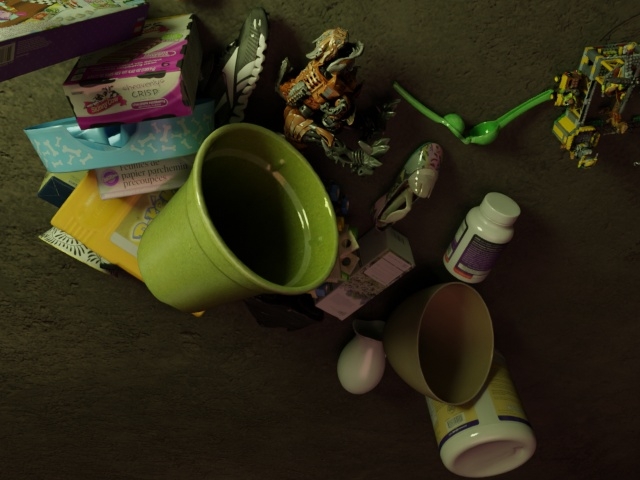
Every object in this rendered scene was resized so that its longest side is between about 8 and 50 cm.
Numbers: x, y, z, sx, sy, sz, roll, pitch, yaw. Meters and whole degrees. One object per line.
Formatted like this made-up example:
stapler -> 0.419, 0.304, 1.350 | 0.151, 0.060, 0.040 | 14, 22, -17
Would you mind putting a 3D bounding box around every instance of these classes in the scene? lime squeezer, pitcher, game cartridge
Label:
lime squeezer -> 0.279, -0.231, 1.054 | 0.309, 0.059, 0.110 | 1, 133, -8
pitcher -> 0.140, 0.305, 1.510 | 0.177, 0.125, 0.207 | -2, 124, -27
game cartridge -> -0.272, -0.052, 1.043 | 0.323, 0.053, 0.285 | 37, 95, -22

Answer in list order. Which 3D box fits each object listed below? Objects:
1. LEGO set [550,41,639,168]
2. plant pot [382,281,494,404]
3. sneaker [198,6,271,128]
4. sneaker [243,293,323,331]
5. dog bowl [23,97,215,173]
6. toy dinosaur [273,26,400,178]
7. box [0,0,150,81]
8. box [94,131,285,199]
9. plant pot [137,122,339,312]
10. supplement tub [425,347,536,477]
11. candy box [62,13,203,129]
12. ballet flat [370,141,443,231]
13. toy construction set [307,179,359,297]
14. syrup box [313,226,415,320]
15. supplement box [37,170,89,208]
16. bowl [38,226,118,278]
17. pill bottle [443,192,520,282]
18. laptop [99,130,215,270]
LEGO set -> 0.599, -0.230, 0.992 | 0.330, 0.192, 0.255 | -2, 133, -10
plant pot -> 0.265, 0.246, 1.388 | 0.284, 0.284, 0.190 | 32, 158, -32
sneaker -> -0.155, -0.280, 0.934 | 0.106, 0.078, 0.234 | 11, 133, -21
sneaker -> -0.129, 0.149, 1.329 | 0.286, 0.109, 0.130 | 33, 128, -30
dog bowl -> -0.306, -0.165, 0.888 | 0.296, 0.166, 0.074 | -6, 109, 4
toy dinosaur -> 0.014, -0.222, 0.994 | 0.218, 0.165, 0.322 | 22, 164, -8
box -> -0.382, -0.301, 0.698 | 0.200, 0.293, 0.057 | 33, 126, 1
box -> -0.217, -0.132, 0.976 | 0.323, 0.067, 0.063 | -11, 107, -11
plant pot -> -0.154, -0.006, 0.906 | 0.276, 0.276, 0.253 | 33, 136, -32
supplement tub -> 0.402, 0.422, 1.496 | 0.240, 0.332, 0.241 | -3, 133, -4
candy box -> -0.264, -0.257, 0.832 | 0.159, 0.234, 0.071 | -8, 129, -1
ballet flat -> 0.180, -0.097, 1.150 | 0.076, 0.079, 0.221 | 23, 126, -25
toy construction set -> 0.000, 0.000, 1.099 | 0.151, 0.215, 0.328 | 10, 172, 1
syrup box -> 0.092, 0.073, 1.288 | 0.093, 0.096, 0.237 | 32, 122, -31
supplement box -> -0.468, -0.104, 1.054 | 0.056, 0.083, 0.083 | -38, 127, 25
bowl -> -0.467, 0.003, 1.139 | 0.170, 0.170, 0.080 | 37, 76, -34
pill bottle -> 0.356, -0.007, 1.239 | 0.108, 0.108, 0.194 | 8, 132, -14
laptop -> -0.288, -0.073, 1.071 | 0.234, 0.265, 0.136 | 7, 169, -13
